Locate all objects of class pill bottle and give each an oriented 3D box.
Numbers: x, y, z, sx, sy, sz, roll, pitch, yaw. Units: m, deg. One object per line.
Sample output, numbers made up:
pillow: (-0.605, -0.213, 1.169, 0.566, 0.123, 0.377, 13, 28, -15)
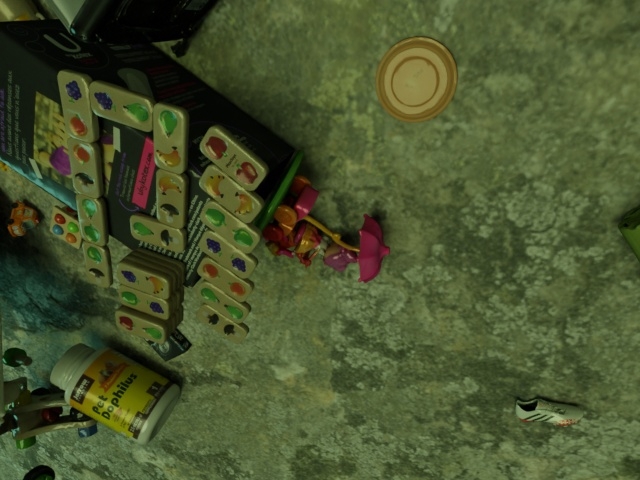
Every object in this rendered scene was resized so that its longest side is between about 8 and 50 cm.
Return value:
pill bottle: (-0.387, 0.282, 0.776, 0.214, 0.117, 0.117, 27, 123, 2)

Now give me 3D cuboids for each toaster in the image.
toaster: (-0.155, -0.262, 0.364, 0.185, 0.168, 0.110, -31, 102, 29)

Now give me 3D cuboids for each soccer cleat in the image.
soccer cleat: (0.313, 0.234, 0.564, 0.083, 0.029, 0.036, -11, 118, 29)

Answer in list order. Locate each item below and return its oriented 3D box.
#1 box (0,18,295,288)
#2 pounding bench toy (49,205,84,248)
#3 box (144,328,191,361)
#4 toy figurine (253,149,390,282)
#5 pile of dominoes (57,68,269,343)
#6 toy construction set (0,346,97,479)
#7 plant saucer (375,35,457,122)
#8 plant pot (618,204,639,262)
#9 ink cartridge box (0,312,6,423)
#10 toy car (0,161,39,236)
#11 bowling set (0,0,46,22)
box: (-0.194, -0.105, 0.463, 0.270, 0.165, 0.143, 36, 124, -3)
pounding bench toy: (-0.355, -0.021, 0.625, 0.083, 0.065, 0.052, 33, 123, -2)
box: (-0.283, 0.175, 0.739, 0.067, 0.018, 0.083, -27, 107, 29)
toy figurine: (0.000, 0.000, 0.502, 0.159, 0.130, 0.173, 31, 146, -11)
pile of dominoes: (-0.154, -0.004, 0.385, 0.195, 0.040, 0.251, 18, 124, 6)
toy construction set: (-0.648, 0.345, 0.835, 0.237, 0.257, 0.309, 3, 121, 28)
plant saucer: (0.097, -0.163, 0.422, 0.083, 0.013, 0.084, 8, 120, 14)
plant pot: (0.342, 0.002, 0.401, 0.079, 0.083, 0.083, 49, 123, 4)
ink cartridge box: (-0.634, 0.123, 0.631, 0.279, 0.160, 0.385, -29, 69, 28)
toy car: (-0.479, -0.063, 0.653, 0.040, 0.060, 0.122, 2, 132, -19)
bowling set: (-0.468, -0.188, 0.499, 0.286, 0.200, 0.154, -23, 110, 32)
